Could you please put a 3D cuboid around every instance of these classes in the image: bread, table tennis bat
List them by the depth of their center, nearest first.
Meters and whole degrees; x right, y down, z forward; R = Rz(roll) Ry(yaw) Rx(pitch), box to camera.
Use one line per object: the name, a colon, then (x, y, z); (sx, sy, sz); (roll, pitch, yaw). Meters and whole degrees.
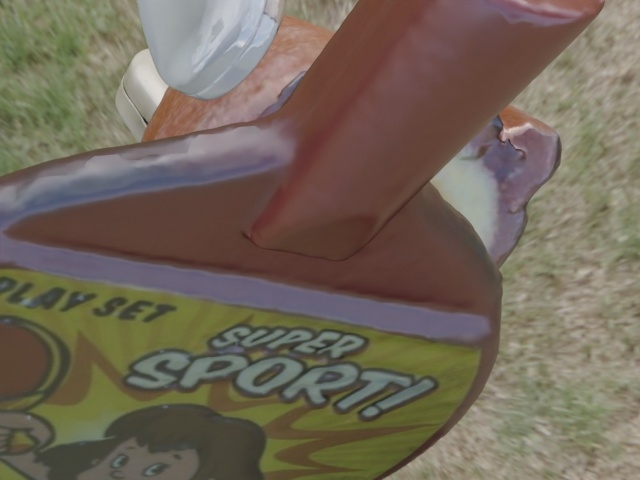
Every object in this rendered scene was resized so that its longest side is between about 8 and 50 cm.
table tennis bat: (-0.031, 0.019, 0.423); (0.200, 0.310, 0.038); (10, 54, -28)
bread: (-0.011, -0.004, 0.827); (0.190, 0.123, 0.244); (25, 106, -19)

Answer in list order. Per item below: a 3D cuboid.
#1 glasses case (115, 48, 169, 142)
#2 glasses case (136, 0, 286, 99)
glasses case: (-0.066, -0.056, 1.039); (0.196, 0.083, 0.050); (52, 130, 26)
glasses case: (-0.048, -0.126, 0.610); (0.041, 0.063, 0.164); (19, 42, -35)
